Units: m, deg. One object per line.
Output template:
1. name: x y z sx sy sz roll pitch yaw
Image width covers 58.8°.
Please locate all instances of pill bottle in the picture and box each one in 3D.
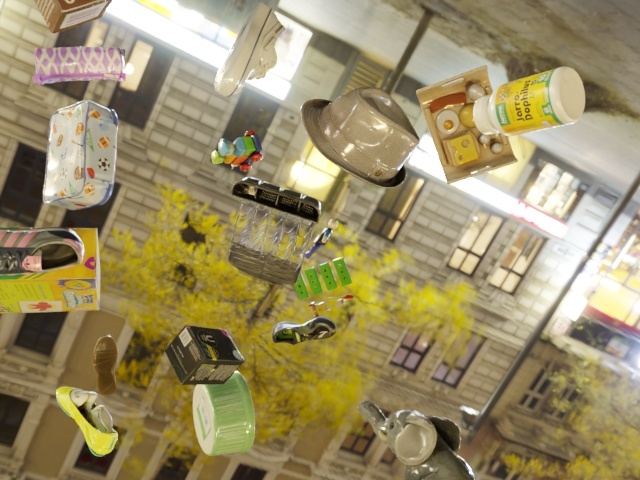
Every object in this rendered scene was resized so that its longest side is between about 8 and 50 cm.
1. pill bottle: 0.441 -0.290 1.220 0.118 0.117 0.208 17 168 -37

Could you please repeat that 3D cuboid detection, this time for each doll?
1. doll: 0.000 0.000 2.099 0.046 0.189 0.129 42 175 -6

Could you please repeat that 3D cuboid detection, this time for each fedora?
1. fedora: 0.105 -0.234 1.183 0.275 0.124 0.243 23 -141 -33

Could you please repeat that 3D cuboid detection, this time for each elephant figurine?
1. elephant figurine: 0.196 0.404 1.117 0.186 0.169 0.239 -11 -115 -7

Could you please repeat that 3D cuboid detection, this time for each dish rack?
1. dish rack: -0.120 -0.007 1.336 0.208 0.271 0.074 19 -150 3

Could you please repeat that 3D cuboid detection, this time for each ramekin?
1. ramekin: -0.370 0.651 2.122 0.148 0.303 0.303 -3 -153 -29

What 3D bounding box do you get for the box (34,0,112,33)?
1. box: -0.597 -0.668 1.213 0.191 0.143 0.381 8 127 58

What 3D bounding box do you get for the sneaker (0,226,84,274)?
1. sneaker: -0.738 0.035 1.376 0.319 0.112 0.131 -13 -152 -34

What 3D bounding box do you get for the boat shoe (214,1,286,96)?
1. boat shoe: -0.118 -0.345 1.051 0.084 0.095 0.258 34 -128 -24

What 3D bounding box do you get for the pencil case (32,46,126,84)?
1. pencil case: -0.563 -0.408 1.335 0.206 0.086 0.088 -7 -113 -17

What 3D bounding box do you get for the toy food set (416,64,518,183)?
1. toy food set: 0.444 -0.346 1.722 0.092 0.220 0.306 -32 -77 -77

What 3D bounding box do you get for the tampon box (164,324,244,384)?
1. tampon box: -0.311 0.310 1.532 0.161 0.101 0.120 20 -154 -54

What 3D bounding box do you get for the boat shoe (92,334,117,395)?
1. boat shoe: -0.501 0.284 1.317 0.056 0.152 0.049 -1 -161 -28

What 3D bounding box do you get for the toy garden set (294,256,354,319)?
1. toy garden set: 0.026 0.194 2.273 0.049 0.244 0.203 -25 -85 -63

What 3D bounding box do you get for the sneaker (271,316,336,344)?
1. sneaker: -0.045 0.256 1.554 0.188 0.067 0.078 -8 -161 15

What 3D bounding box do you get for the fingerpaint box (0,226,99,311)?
1. fingerpaint box: -0.865 0.097 1.715 0.371 0.163 0.445 0 162 -19

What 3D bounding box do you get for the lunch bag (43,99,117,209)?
1. lunch bag: -0.687 -0.243 1.614 0.243 0.303 0.115 -7 166 37

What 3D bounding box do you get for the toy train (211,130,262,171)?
1. toy train: -0.318 -0.290 1.989 0.143 0.248 0.105 -10 -101 -36

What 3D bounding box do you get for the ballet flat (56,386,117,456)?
1. ballet flat: -0.563 0.418 1.386 0.231 0.077 0.077 41 -167 30
